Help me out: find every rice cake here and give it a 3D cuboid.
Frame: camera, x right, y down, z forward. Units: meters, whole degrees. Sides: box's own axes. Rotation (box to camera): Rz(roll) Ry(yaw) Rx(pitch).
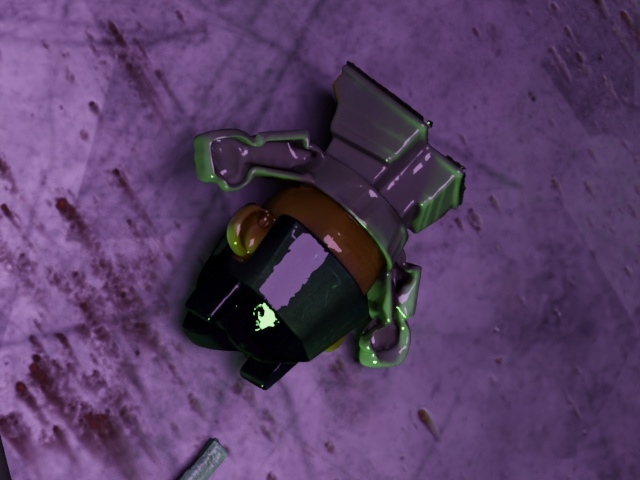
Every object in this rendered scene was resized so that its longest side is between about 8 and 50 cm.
[{"bbox_3d":[-0.130,0.232,1.697,0.022,0.021,0.121,44,73,-8],"label":"rice cake"}]

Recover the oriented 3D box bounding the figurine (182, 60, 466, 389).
[{"bbox_3d":[-0.001,-0.002,1.687,0.309,0.143,0.308,2,84,-20],"label":"figurine"}]

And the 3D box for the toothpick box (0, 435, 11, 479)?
[{"bbox_3d":[-0.361,0.162,1.509,0.229,0.229,0.316,-13,92,-19],"label":"toothpick box"}]
